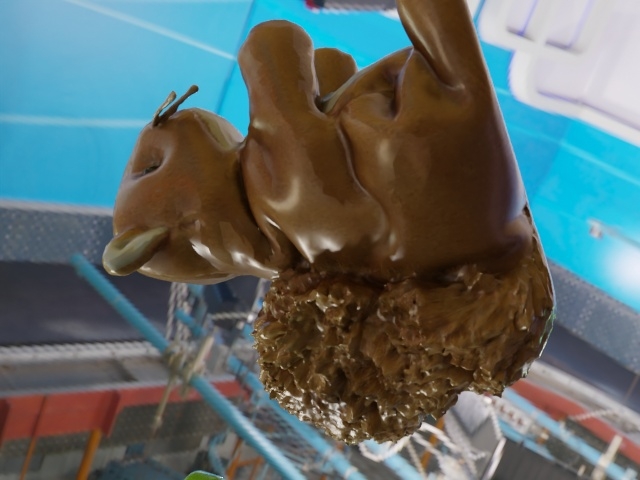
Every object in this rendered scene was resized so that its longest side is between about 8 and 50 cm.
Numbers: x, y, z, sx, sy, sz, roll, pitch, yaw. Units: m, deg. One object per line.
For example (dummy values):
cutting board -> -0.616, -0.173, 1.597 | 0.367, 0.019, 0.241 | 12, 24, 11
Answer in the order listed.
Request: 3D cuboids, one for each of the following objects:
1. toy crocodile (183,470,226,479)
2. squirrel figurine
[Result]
toy crocodile -> -0.086, 0.247, 0.742 | 0.115, 0.105, 0.340 | 13, -179, 20
squirrel figurine -> 0.000, 0.000, 0.896 | 0.371, 0.396, 0.281 | -17, 175, 12
